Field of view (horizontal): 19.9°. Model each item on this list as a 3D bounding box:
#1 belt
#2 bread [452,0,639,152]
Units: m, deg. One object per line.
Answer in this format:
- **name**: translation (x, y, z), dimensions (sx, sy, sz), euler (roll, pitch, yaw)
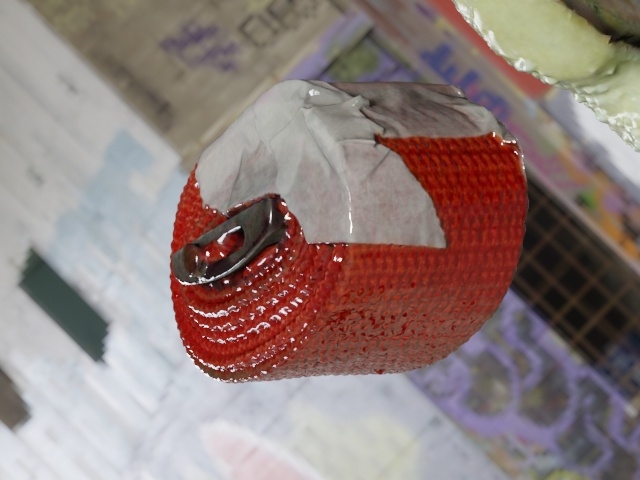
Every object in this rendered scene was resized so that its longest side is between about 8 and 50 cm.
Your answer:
- **belt**: translation (0.000, 0.000, 0.877), dimensions (0.124, 0.128, 0.201), euler (-1, -19, -30)
- **bread**: translation (0.138, -0.101, 0.750), dimensions (0.056, 0.207, 0.286), euler (-45, 0, 30)
